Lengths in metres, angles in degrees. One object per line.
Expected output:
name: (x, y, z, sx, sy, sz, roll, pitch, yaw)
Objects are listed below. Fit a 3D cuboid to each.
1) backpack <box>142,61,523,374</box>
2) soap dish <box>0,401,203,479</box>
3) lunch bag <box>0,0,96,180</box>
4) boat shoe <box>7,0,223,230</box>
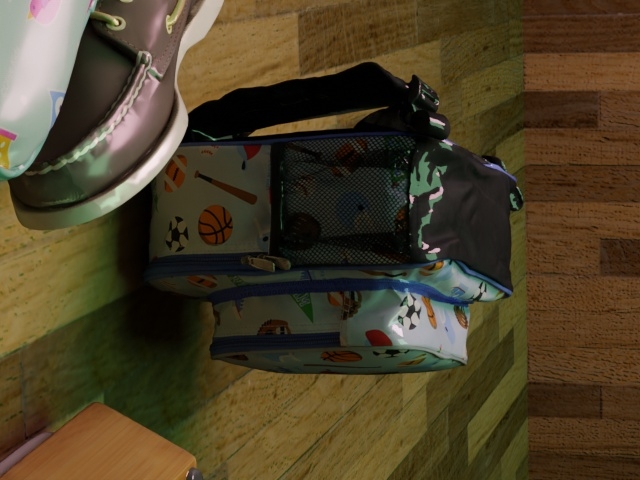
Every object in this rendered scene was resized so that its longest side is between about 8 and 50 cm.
backpack: (0.000, 0.000, 1.307, 0.276, 0.263, 0.213, 33, 65, -66)
soap dish: (-0.151, 0.274, 1.063, 0.229, 0.118, 0.291, -39, 130, -69)
lunch bag: (-0.203, -0.187, 0.878, 0.224, 0.108, 0.279, 60, 32, -49)
boat shoe: (-0.137, -0.130, 1.101, 0.324, 0.116, 0.097, -74, 153, -51)
